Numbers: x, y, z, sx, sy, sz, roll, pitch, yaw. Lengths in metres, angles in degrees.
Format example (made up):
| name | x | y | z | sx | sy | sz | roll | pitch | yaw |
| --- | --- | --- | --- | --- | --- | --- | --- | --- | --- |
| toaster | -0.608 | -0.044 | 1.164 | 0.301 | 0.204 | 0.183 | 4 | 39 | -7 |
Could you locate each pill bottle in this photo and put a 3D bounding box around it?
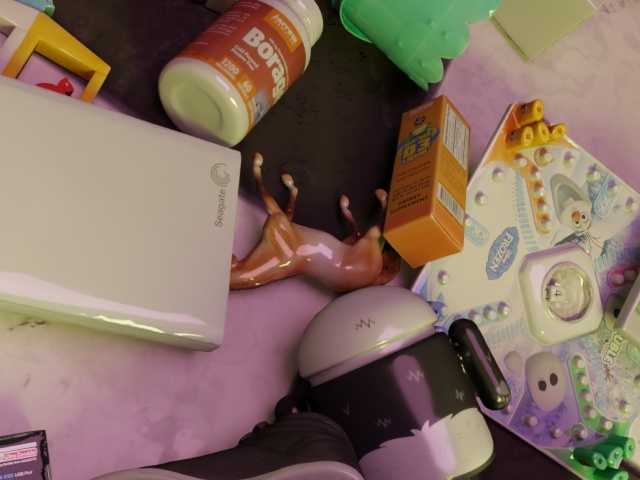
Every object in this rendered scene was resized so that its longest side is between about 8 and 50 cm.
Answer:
| name | x | y | z | sx | sy | sz | roll | pitch | yaw |
| --- | --- | --- | --- | --- | --- | --- | --- | --- | --- |
| pill bottle | -0.088 | -0.219 | 1.020 | 0.121 | 0.121 | 0.216 | 42 | 55 | -9 |

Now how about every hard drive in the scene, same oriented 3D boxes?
| name | x | y | z | sx | sy | sz | roll | pitch | yaw |
| --- | --- | --- | --- | --- | --- | --- | --- | --- | --- |
| hard drive | -0.255 | -0.034 | 0.850 | 0.353 | 0.047 | 0.232 | 16 | 63 | -27 |

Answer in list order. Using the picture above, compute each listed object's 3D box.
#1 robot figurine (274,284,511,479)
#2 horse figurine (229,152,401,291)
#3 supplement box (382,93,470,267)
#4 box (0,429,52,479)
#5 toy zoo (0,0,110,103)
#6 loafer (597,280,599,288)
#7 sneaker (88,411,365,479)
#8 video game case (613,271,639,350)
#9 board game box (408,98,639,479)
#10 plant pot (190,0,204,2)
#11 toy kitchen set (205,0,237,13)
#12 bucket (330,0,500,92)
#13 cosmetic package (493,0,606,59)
| name | x | y | z | sx | sy | sz | roll | pitch | yaw |
| --- | --- | --- | --- | --- | --- | --- | --- | --- | --- |
| robot figurine | 0.084 | 0.186 | 0.924 | 0.209 | 0.174 | 0.278 | -14 | 78 | -49 |
| horse figurine | 0.000 | 0.000 | 1.017 | 0.263 | 0.066 | 0.174 | 16 | 55 | -22 |
| supplement box | 0.141 | -0.081 | 1.091 | 0.080 | 0.078 | 0.233 | 45 | 39 | -30 |
| box | -0.334 | 0.265 | 0.709 | 0.220 | 0.051 | 0.175 | -4 | 72 | -32 |
| toy zoo | -0.349 | -0.154 | 0.890 | 0.192 | 0.030 | 0.293 | 30 | 58 | -18 |
| loafer | 0.450 | 0.037 | 1.257 | 0.268 | 0.102 | 0.092 | -40 | 104 | -24 |
| sneaker | -0.096 | 0.241 | 0.817 | 0.296 | 0.147 | 0.104 | -9 | 97 | 6 |
| video game case | 0.512 | 0.083 | 1.152 | 0.193 | 0.023 | 0.212 | 37 | 73 | -17 |
| board game box | 0.329 | 0.071 | 1.120 | 0.390 | 0.050 | 0.389 | 35 | 73 | -15 |
| plant pot | -0.188 | -0.494 | 0.992 | 0.267 | 0.267 | 0.235 | 22 | 58 | -22 |
| toy kitchen set | -0.041 | -0.391 | 1.121 | 0.166 | 0.122 | 0.207 | 18 | 62 | -24 |
| bucket | 0.155 | -0.360 | 1.142 | 0.183 | 0.281 | 0.281 | 37 | 55 | -2 |
| cosmetic package | 0.311 | -0.501 | 1.364 | 0.365 | 0.155 | 0.197 | 47 | 51 | -5 |
